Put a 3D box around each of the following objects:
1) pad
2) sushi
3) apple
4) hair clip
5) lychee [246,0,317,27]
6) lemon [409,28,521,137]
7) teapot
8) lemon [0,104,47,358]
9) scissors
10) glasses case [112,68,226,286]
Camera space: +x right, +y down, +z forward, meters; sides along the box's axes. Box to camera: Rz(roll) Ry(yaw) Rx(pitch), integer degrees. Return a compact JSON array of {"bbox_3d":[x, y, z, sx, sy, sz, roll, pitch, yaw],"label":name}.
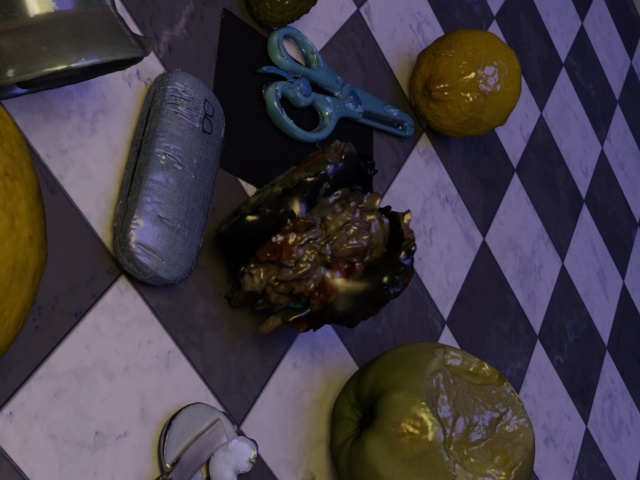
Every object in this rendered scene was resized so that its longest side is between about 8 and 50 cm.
[{"bbox_3d":[-0.029,-0.154,1.403,0.367,0.007,0.247,28,57,-44],"label":"pad"},{"bbox_3d":[0.003,0.005,1.198,0.219,0.238,0.225,50,33,-3],"label":"sushi"},{"bbox_3d":[0.144,0.268,1.280,0.279,0.279,0.279,23,60,-47],"label":"apple"},{"bbox_3d":[-0.140,0.248,1.077,0.172,0.049,0.116,-42,116,-53],"label":"hair clip"},{"bbox_3d":[-0.052,-0.377,1.366,0.114,0.114,0.146,39,68,-38],"label":"lychee"},{"bbox_3d":[0.258,-0.277,1.669,0.231,0.192,0.192,-21,94,-54],"label":"lemon"},{"bbox_3d":[-0.327,-0.311,0.894,0.300,0.253,0.344,-18,98,-20],"label":"teapot"},{"bbox_3d":[-0.342,-0.003,0.737,0.253,0.253,0.310,-2,82,-53],"label":"lemon"},{"bbox_3d":[0.039,-0.215,1.482,0.393,0.032,0.180,13,68,-51],"label":"scissors"},{"bbox_3d":[-0.178,-0.078,1.127,0.109,0.067,0.282,34,51,-39],"label":"glasses case"}]
